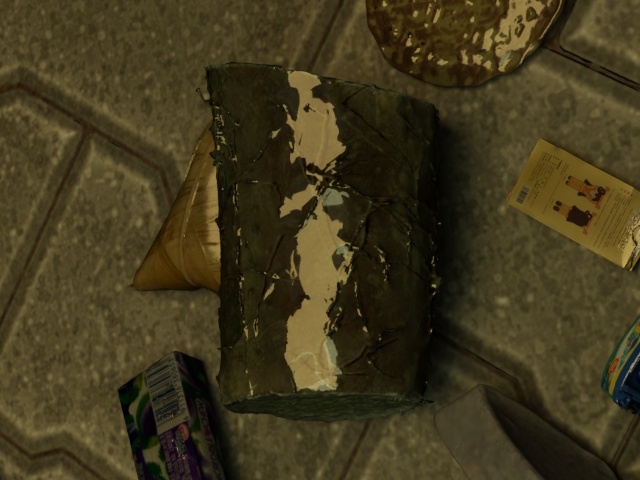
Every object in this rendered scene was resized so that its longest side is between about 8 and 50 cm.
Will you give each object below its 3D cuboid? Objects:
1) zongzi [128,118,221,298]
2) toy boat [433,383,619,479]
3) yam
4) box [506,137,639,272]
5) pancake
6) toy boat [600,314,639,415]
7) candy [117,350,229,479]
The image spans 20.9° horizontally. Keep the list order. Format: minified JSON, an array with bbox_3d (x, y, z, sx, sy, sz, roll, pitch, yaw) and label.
[{"bbox_3d":[-0.130,-0.031,1.841,0.197,0.099,0.194,-2,82,40],"label":"zongzi"},{"bbox_3d":[0.187,0.306,1.586,0.276,0.111,0.293,28,112,28],"label":"toy boat"},{"bbox_3d":[0.000,0.000,1.669,0.241,0.241,0.348,-5,82,32],"label":"yam"},{"bbox_3d":[0.250,-0.034,1.634,0.149,0.020,0.073,33,100,32],"label":"box"},{"bbox_3d":[0.141,-0.257,1.732,0.235,0.029,0.212,30,100,33],"label":"pancake"},{"bbox_3d":[0.333,0.091,1.520,0.175,0.091,0.110,-57,40,7],"label":"toy boat"},{"bbox_3d":[-0.136,0.265,1.784,0.088,0.061,0.312,-31,54,22],"label":"candy"}]
